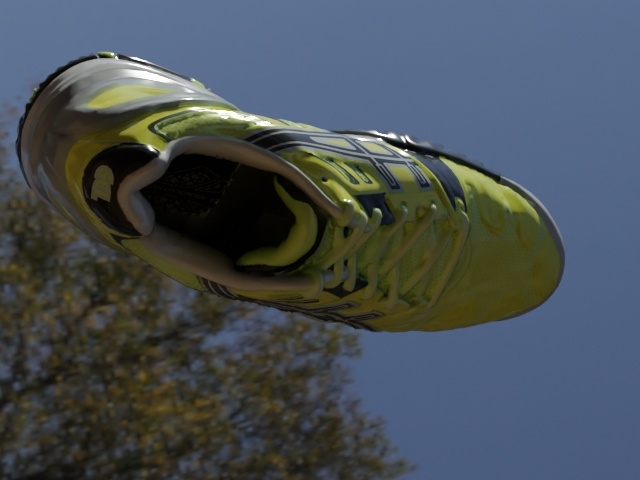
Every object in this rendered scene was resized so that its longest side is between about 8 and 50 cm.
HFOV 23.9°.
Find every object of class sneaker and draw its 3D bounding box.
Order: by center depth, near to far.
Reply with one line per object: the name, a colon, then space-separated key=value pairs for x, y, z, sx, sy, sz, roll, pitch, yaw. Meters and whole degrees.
sneaker: x=0.000 y=0.000 z=0.956 sx=0.147 sy=0.385 sz=0.145 roll=47 pitch=-59 yaw=58
